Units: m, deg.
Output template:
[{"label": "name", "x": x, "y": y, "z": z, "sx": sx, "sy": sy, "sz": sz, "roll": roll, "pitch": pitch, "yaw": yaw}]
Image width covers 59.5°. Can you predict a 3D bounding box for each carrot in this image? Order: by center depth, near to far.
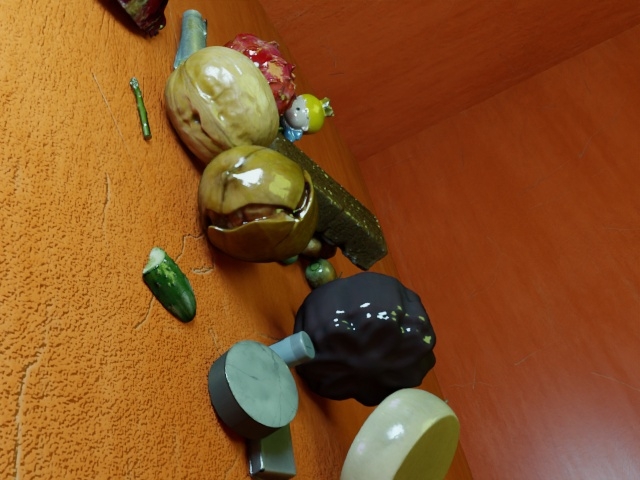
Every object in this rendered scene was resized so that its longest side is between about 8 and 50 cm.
[{"label": "carrot", "x": 0.042, "y": 0.151, "z": 1.509, "sx": 0.298, "sy": 0.078, "sz": 0.078, "roll": 57, "pitch": 14, "yaw": -47}]

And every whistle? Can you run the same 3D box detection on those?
[{"label": "whistle", "x": -0.297, "y": -0.453, "z": 1.300, "sx": 0.068, "sy": 0.057, "sz": 0.326, "roll": 10, "pitch": 38, "yaw": -17}]

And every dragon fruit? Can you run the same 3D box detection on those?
[{"label": "dragon fruit", "x": -0.177, "y": -0.407, "z": 1.385, "sx": 0.268, "sy": 0.210, "sz": 0.205, "roll": 37, "pitch": 4, "yaw": 27}]

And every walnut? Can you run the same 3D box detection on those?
[{"label": "walnut", "x": -0.101, "y": -0.055, "z": 1.027, "sx": 0.336, "sy": 0.209, "sz": 0.208, "roll": 46, "pitch": 21, "yaw": -77}, {"label": "walnut", "x": -0.182, "y": -0.245, "z": 1.046, "sx": 0.221, "sy": 0.196, "sz": 0.195, "roll": 62, "pitch": 13, "yaw": -9}]

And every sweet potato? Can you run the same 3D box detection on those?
[{"label": "sweet potato", "x": -0.004, "y": 0.013, "z": 1.521, "sx": 0.354, "sy": 0.095, "sz": 0.106, "roll": -37, "pitch": 147, "yaw": -75}]

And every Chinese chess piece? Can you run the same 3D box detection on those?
[{"label": "Chinese chess piece", "x": 0.150, "y": 0.406, "z": 1.035, "sx": 0.102, "sy": 0.273, "sz": 0.273, "roll": 25, "pitch": -16, "yaw": 38}]

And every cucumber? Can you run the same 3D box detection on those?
[{"label": "cucumber", "x": -0.197, "y": 0.063, "z": 0.770, "sx": 0.107, "sy": 0.035, "sz": 0.067, "roll": 60, "pitch": 12, "yaw": -29}]

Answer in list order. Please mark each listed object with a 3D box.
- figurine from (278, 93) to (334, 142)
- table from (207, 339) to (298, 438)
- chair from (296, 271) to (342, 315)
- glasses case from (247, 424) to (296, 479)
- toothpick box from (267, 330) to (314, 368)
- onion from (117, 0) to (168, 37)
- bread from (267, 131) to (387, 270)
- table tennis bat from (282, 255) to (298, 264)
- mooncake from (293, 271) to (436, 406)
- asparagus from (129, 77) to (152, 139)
[{"label": "figurine", "x": -0.092, "y": -0.355, "z": 1.537, "sx": 0.185, "sy": 0.234, "sz": 0.127, "roll": 58, "pitch": 18, "yaw": -27}, {"label": "table", "x": -0.094, "y": 0.210, "z": 0.794, "sx": 0.133, "sy": 0.043, "sz": 0.133, "roll": 38, "pitch": 28, "yaw": -25}, {"label": "chair", "x": 0.013, "y": 0.145, "z": 1.291, "sx": 0.104, "sy": 0.095, "sz": 0.221, "roll": 23, "pitch": 18, "yaw": 6}, {"label": "glasses case", "x": -0.082, "y": 0.261, "z": 0.837, "sx": 0.072, "sy": 0.042, "sz": 0.190, "roll": 39, "pitch": 27, "yaw": -40}, {"label": "toothpick box", "x": -0.058, "y": 0.195, "z": 0.965, "sx": 0.052, "sy": 0.083, "sz": 0.052, "roll": 59, "pitch": 13, "yaw": -24}, {"label": "onion", "x": -0.358, "y": -0.563, "z": 1.073, "sx": 0.314, "sy": 0.146, "sz": 0.280, "roll": 64, "pitch": 8, "yaw": 15}, {"label": "bread", "x": -0.004, "y": -0.092, "z": 1.360, "sx": 0.417, "sy": 0.113, "sz": 0.165, "roll": 38, "pitch": 21, "yaw": -35}, {"label": "table tennis bat", "x": -0.128, "y": -0.061, "z": 1.281, "sx": 0.329, "sy": 0.044, "sz": 0.215, "roll": 47, "pitch": 23, "yaw": -59}, {"label": "mooncake", "x": 0.084, "y": 0.205, "z": 1.086, "sx": 0.283, "sy": 0.283, "sz": 0.141, "roll": 57, "pitch": 14, "yaw": -30}, {"label": "asparagus", "x": -0.300, "y": -0.222, "z": 0.936, "sx": 0.127, "sy": 0.015, "sz": 0.018, "roll": 70, "pitch": 12, "yaw": 22}]
